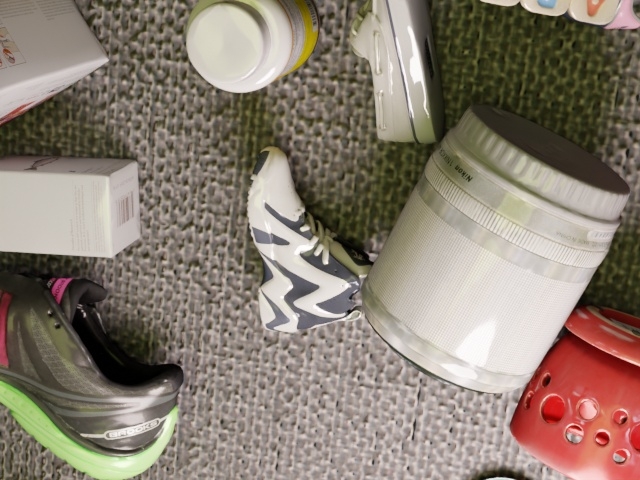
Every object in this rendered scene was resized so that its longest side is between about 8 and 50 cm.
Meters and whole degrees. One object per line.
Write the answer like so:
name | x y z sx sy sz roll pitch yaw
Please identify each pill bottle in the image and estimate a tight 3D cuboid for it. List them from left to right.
pill bottle | -0.077 -0.229 1.370 0.117 0.215 0.117 3 105 12

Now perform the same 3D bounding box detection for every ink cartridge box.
ink cartridge box | -0.434 -0.177 1.414 0.272 0.309 0.130 -29 97 18

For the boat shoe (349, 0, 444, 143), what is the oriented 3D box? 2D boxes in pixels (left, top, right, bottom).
boat shoe | 0.078 -0.231 1.390 0.088 0.096 0.267 -2 125 20

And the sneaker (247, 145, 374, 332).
sneaker | 0.000 0.000 1.481 0.153 0.094 0.235 0 105 11

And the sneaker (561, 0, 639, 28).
sneaker | 0.348 -0.376 1.310 0.131 0.112 0.319 21 109 -17

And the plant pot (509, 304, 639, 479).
plant pot | 0.333 0.175 1.409 0.191 0.191 0.174 21 99 6

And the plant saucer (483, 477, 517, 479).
plant saucer | 0.231 0.350 1.561 0.119 0.021 0.119 3 106 11

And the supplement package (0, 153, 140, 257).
supplement package | -0.326 -0.045 1.535 0.179 0.105 0.105 3 106 11

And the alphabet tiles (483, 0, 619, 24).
alphabet tiles | 0.256 -0.357 1.211 0.284 0.021 0.278 6 110 -23

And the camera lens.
camera lens | 0.189 0.015 1.375 0.219 0.219 0.274 29 109 4

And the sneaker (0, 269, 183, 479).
sneaker | -0.382 0.103 1.568 0.483 0.185 0.202 33 101 -7
